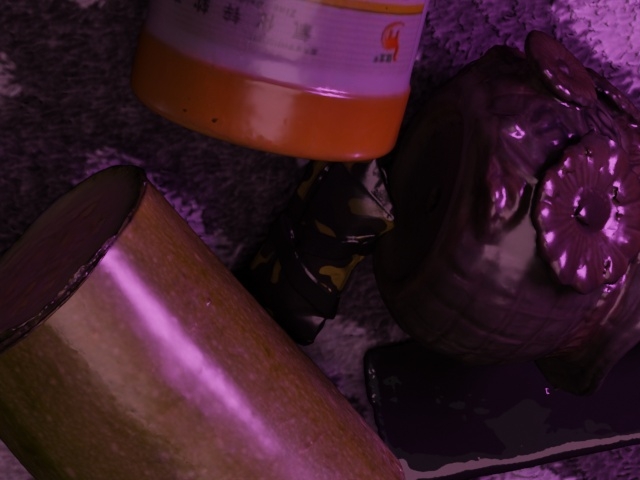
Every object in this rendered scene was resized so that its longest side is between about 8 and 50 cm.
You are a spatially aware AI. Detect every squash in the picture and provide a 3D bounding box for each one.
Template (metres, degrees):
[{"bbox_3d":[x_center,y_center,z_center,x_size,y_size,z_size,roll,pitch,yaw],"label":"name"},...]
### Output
[{"bbox_3d":[-0.138,0.153,1.709,0.263,0.263,0.384,-37,109,8],"label":"squash"}]

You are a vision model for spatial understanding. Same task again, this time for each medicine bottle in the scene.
[{"bbox_3d":[-0.026,-0.210,1.606,0.237,0.238,0.232,11,107,-9],"label":"medicine bottle"}]

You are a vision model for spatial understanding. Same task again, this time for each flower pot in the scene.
[{"bbox_3d":[0.188,-0.025,1.664,0.213,0.302,0.302,18,107,-17],"label":"flower pot"}]

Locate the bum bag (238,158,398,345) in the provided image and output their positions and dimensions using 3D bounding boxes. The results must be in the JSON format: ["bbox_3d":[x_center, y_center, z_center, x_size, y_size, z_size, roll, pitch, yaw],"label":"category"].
[{"bbox_3d":[0.000,0.000,1.724,0.107,0.060,0.232,48,131,18],"label":"bum bag"}]

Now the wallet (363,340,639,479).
[{"bbox_3d":[0.190,0.149,1.834,0.285,0.030,0.146,-12,82,0],"label":"wallet"}]
